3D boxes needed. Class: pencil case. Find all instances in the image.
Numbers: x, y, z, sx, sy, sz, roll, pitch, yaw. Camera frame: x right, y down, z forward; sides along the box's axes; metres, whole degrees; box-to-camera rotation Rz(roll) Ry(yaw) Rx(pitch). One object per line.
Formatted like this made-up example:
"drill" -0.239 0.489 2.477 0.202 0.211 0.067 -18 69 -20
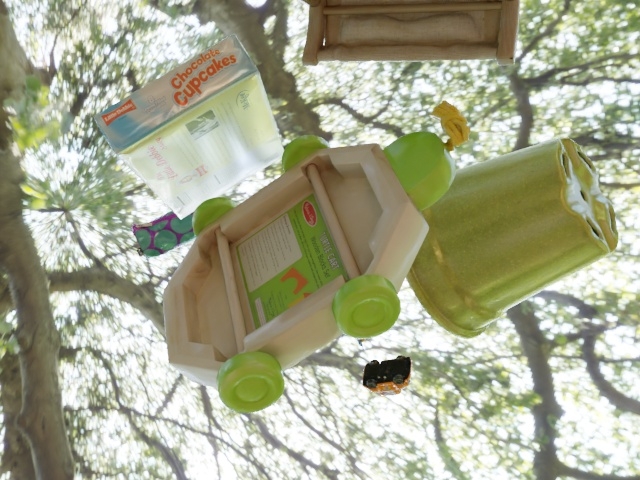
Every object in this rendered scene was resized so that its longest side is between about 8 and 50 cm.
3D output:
"pencil case" -0.237 -0.026 1.355 0.152 0.064 0.070 -25 -44 0

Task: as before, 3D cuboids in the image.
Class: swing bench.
"swing bench" 0.070 -0.302 0.854 0.253 0.255 0.165 4 -100 20

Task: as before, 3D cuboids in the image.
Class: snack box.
"snack box" -0.153 -0.132 1.062 0.187 0.322 0.060 -32 -101 -4

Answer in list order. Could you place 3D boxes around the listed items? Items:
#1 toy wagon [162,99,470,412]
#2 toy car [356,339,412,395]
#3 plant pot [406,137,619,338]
"toy wagon" 0.000 0.000 0.762 0.344 0.267 0.068 -33 -54 10
"toy car" 0.073 0.131 0.928 0.060 0.122 0.040 -24 -55 9
"plant pot" 0.284 -0.021 1.208 0.276 0.254 0.276 31 -133 -40
